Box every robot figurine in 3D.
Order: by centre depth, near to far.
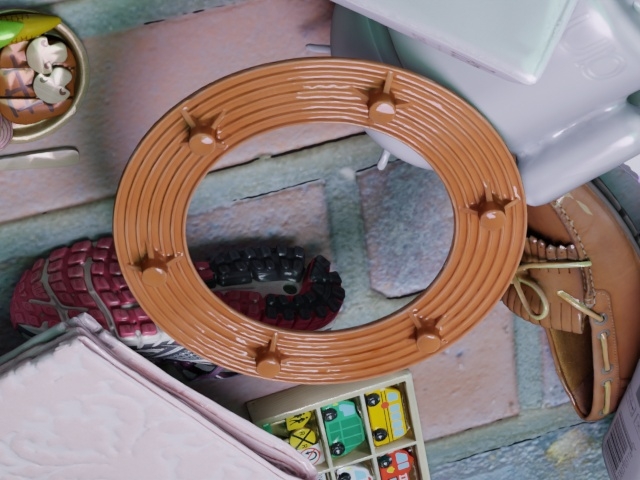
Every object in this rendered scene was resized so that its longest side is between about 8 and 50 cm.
[{"bbox_3d":[0.152,-0.182,1.301,0.353,0.199,0.300,-27,86,32],"label":"robot figurine"}]

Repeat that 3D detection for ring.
[{"bbox_3d":[0.000,0.000,1.301,0.336,0.032,0.337,-1,128,-1],"label":"ring"}]

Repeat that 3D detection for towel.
[{"bbox_3d":[-0.223,0.210,1.477,0.331,0.053,0.317,-27,131,29],"label":"towel"}]

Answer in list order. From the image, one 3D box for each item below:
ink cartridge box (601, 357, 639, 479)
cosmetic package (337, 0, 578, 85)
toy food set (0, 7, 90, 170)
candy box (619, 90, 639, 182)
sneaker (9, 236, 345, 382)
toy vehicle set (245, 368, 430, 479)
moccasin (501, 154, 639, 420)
[{"bbox_3d":[0.485,0.135,1.563,0.384,0.091,0.308,-14,152,-8],"label":"ink cartridge box"},{"bbox_3d":[0.019,-0.322,1.003,0.393,0.329,0.327,24,98,3],"label":"cosmetic package"},{"bbox_3d":[-0.254,-0.130,1.328,0.132,0.038,0.192,-8,123,-14],"label":"toy food set"},{"bbox_3d":[0.278,-0.163,1.393,0.070,0.196,0.165,34,106,-34],"label":"candy box"},{"bbox_3d":[-0.129,0.077,1.456,0.299,0.121,0.112,4,134,-16],"label":"sneaker"},{"bbox_3d":[0.029,0.252,1.668,0.166,0.035,0.267,-17,125,-8],"label":"toy vehicle set"},{"bbox_3d":[0.228,0.035,1.550,0.147,0.139,0.380,-35,135,-6],"label":"moccasin"}]
